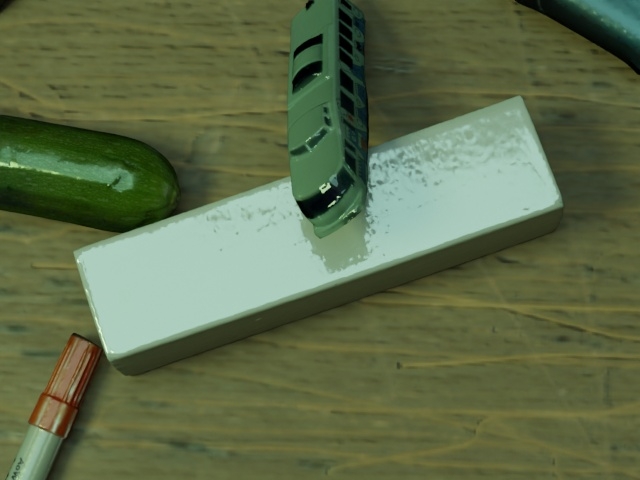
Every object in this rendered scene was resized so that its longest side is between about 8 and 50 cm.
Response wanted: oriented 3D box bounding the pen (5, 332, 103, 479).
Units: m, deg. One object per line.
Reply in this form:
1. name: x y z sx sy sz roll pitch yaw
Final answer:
1. pen: -0.195 0.172 1.156 0.028 0.028 0.239 22 80 7

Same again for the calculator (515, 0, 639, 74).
1. calculator: 0.172 -0.233 1.218 0.293 0.051 0.173 33 80 8

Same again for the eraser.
1. eraser: 0.000 -0.001 1.161 0.298 0.076 0.078 -19 78 -2

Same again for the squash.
1. squash: -0.203 -0.049 1.187 0.229 0.066 0.066 9 78 6

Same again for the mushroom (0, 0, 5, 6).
1. mushroom: -0.253 -0.242 1.214 0.141 0.117 0.188 2 73 -9

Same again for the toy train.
1. toy train: 0.005 -0.081 1.134 0.043 0.047 0.207 -36 32 26
